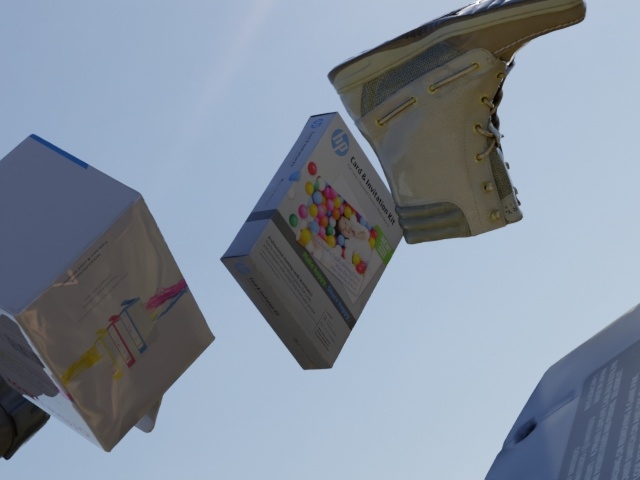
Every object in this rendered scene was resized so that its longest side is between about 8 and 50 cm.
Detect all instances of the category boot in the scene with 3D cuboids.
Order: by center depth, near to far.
[{"bbox_3d":[0.126,-0.093,1.199,0.213,0.165,0.077,-19,9,30],"label":"boot"}]

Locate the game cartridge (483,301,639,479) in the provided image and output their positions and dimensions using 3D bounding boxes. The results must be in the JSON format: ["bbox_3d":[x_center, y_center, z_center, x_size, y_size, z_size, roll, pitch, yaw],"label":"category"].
[{"bbox_3d":[0.133,0.099,0.618,0.198,0.062,0.297,-45,6,29],"label":"game cartridge"}]

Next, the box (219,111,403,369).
[{"bbox_3d":[0.000,0.000,1.428,0.038,0.145,0.186,-7,40,39],"label":"box"}]

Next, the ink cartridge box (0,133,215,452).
[{"bbox_3d":[-0.130,0.034,0.843,0.090,0.092,0.143,-47,-37,-21],"label":"ink cartridge box"}]

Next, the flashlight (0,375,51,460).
[{"bbox_3d":[-0.348,0.214,1.346,0.103,0.103,0.304,-14,20,40],"label":"flashlight"}]
